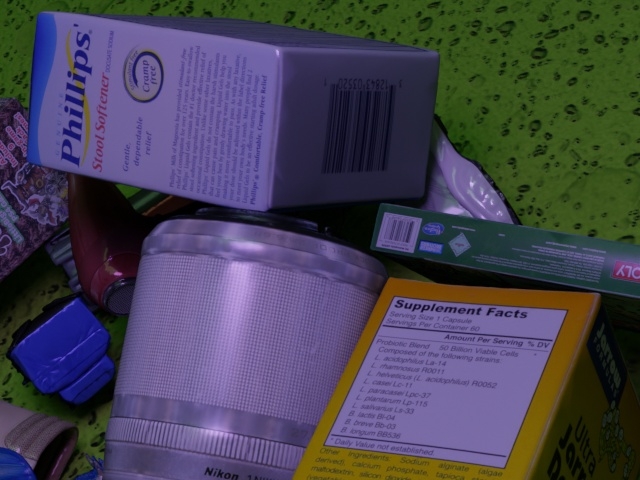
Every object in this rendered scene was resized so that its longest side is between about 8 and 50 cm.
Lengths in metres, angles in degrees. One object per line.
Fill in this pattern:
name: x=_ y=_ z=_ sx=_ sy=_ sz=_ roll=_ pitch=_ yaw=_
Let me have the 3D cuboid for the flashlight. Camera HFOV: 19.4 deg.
flashlight: x=-0.133 y=-0.033 z=1.969 sx=0.304 sy=0.103 sz=0.103 roll=-35 pitch=26 yaw=-5

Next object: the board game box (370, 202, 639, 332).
board game box: x=0.229 y=0.036 z=1.606 sx=0.317 sy=0.213 sz=0.046 roll=10 pitch=81 yaw=30

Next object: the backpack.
backpack: x=-0.259 y=0.114 z=1.873 sx=0.098 sy=0.101 sz=0.120 roll=-34 pitch=8 yaw=-12

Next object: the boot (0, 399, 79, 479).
boot: x=-0.370 y=0.228 z=1.757 sx=0.203 sy=0.095 sz=0.262 roll=23 pitch=44 yaw=16

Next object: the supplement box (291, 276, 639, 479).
supplement box: x=0.105 y=0.226 z=1.492 sx=0.194 sy=0.195 sz=0.356 roll=4 pitch=49 yaw=30

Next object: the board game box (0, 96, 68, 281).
board game box: x=-0.429 y=-0.009 z=2.001 sx=0.291 sy=0.141 sz=0.232 roll=-45 pitch=23 yaw=-21

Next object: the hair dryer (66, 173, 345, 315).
hair dryer: x=-0.143 y=-0.004 z=1.878 sx=0.293 sy=0.080 sz=0.223 roll=23 pitch=50 yaw=22

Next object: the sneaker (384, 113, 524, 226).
sneaker: x=0.093 y=-0.067 z=1.854 sx=0.108 sy=0.100 sz=0.271 roll=-37 pitch=56 yaw=1

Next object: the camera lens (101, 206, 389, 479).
camera lens: x=-0.064 y=0.121 z=1.604 sx=0.219 sy=0.219 sz=0.274 roll=5 pitch=79 yaw=31

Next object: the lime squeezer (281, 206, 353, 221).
lime squeezer: x=0.000 y=0.000 z=1.908 sx=0.310 sy=0.059 sz=0.110 roll=-40 pitch=73 yaw=-18

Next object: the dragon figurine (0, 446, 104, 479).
dragon figurine: x=-0.287 y=0.236 z=1.649 sx=0.289 sy=0.085 sz=0.144 roll=9 pitch=13 yaw=-27

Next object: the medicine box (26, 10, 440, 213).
medicine box: x=-0.080 y=-0.126 z=1.755 sx=0.289 sy=0.149 sz=0.263 roll=12 pitch=11 yaw=34
